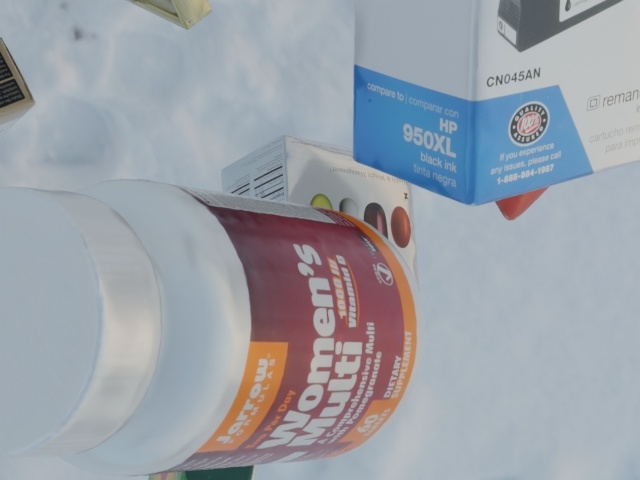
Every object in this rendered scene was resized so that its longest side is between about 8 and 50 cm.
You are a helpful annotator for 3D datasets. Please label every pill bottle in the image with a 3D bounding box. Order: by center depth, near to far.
[{"bbox_3d":[-0.058,0.037,0.667,0.221,0.121,0.121,7,121,-57],"label":"pill bottle"}]

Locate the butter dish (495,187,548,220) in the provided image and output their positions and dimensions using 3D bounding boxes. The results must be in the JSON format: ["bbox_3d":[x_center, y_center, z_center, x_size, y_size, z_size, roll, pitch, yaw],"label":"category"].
[{"bbox_3d":[0.204,-0.132,1.777,0.160,0.118,0.160,-44,124,-20],"label":"butter dish"}]

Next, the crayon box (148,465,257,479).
[{"bbox_3d":[-0.146,0.351,1.666,0.081,0.202,0.319,12,80,-14],"label":"crayon box"}]

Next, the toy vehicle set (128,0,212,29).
[{"bbox_3d":[-0.229,-0.326,1.615,0.035,0.267,0.166,-41,135,-20],"label":"toy vehicle set"}]

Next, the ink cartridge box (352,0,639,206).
[{"bbox_3d":[0.184,-0.259,1.339,0.285,0.166,0.395,-15,116,-34],"label":"ink cartridge box"}]

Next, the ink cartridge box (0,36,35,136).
[{"bbox_3d":[-0.442,-0.109,1.686,0.193,0.234,0.088,-28,89,-39],"label":"ink cartridge box"}]

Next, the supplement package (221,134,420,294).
[{"bbox_3d":[0.000,0.000,1.929,0.194,0.203,0.149,7,161,-34],"label":"supplement package"}]
